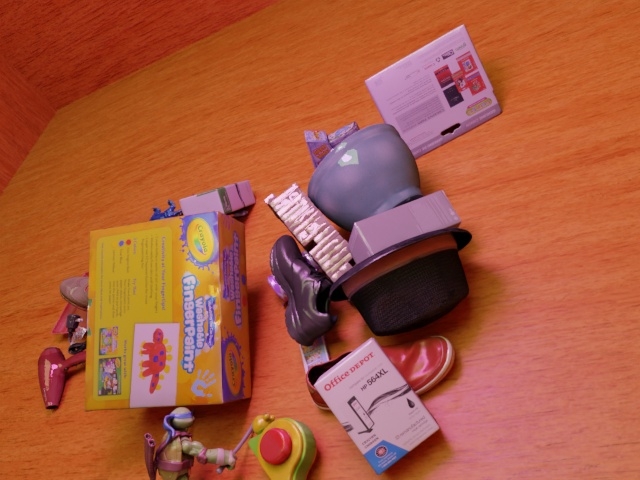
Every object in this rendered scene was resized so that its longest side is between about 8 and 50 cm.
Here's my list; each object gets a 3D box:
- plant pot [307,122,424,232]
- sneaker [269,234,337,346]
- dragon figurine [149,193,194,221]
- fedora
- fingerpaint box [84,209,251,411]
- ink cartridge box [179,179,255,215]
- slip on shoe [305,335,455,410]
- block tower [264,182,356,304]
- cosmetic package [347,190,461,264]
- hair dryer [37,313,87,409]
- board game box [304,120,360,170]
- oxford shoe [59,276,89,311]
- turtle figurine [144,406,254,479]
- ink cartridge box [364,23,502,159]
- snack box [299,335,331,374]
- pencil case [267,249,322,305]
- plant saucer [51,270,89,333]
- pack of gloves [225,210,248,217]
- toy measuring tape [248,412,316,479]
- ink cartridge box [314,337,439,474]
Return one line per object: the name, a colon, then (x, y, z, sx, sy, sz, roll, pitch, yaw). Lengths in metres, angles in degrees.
plant pot: (0.141, -0.122, 1.346, 0.293, 0.293, 0.196, -37, 68, 0)
sneaker: (-0.032, 0.104, 1.272, 0.130, 0.109, 0.286, -34, 63, 28)
dragon figurine: (-0.556, -0.064, 1.887, 0.289, 0.085, 0.144, -16, 45, 23)
fedora: (0.193, 0.105, 1.123, 0.334, 0.334, 0.152, -28, 72, 10)
fingerpaint box: (-0.375, 0.180, 1.308, 0.371, 0.163, 0.444, -9, 76, 16)
ink cartridge box: (-0.329, -0.127, 1.712, 0.153, 0.087, 0.208, -13, 9, 25)
slip on shoe: (0.118, 0.273, 1.103, 0.331, 0.101, 0.123, -19, 42, 17)
block tower: (0.000, 0.000, 1.325, 0.097, 0.091, 0.335, -40, 72, -5)
cosmetic package: (0.191, -0.012, 1.220, 0.238, 0.127, 0.107, -17, 65, -17)
hair dryer: (-0.783, 0.372, 1.620, 0.224, 0.080, 0.293, 11, 74, 36)
board game box: (0.043, -0.265, 1.576, 0.194, 0.194, 0.060, -25, 42, 14)
oxford shoe: (-0.696, 0.156, 1.676, 0.348, 0.130, 0.123, 8, 54, 16)
turtle figurine: (-0.270, 0.509, 1.155, 0.198, 0.274, 0.266, 5, 74, 11)
ink cartridge box: (0.325, -0.422, 1.539, 0.309, 0.272, 0.130, -27, 11, 11)
snack box: (-0.016, 0.259, 1.267, 0.064, 0.022, 0.178, -28, 42, 9)
pencil case: (-0.042, 0.079, 1.410, 0.206, 0.088, 0.086, -35, 4, 2)
plant saucer: (-0.773, 0.213, 1.813, 0.258, 0.048, 0.259, -9, 49, 28)
pack of gloves: (-0.362, -0.048, 1.725, 0.232, 0.046, 0.195, -11, 8, 27)
toy measuring tape: (-0.029, 0.454, 1.037, 0.121, 0.121, 0.330, -45, 50, -9)
ink cartridge box: (0.105, 0.312, 1.011, 0.148, 0.086, 0.203, -38, 80, 0)
